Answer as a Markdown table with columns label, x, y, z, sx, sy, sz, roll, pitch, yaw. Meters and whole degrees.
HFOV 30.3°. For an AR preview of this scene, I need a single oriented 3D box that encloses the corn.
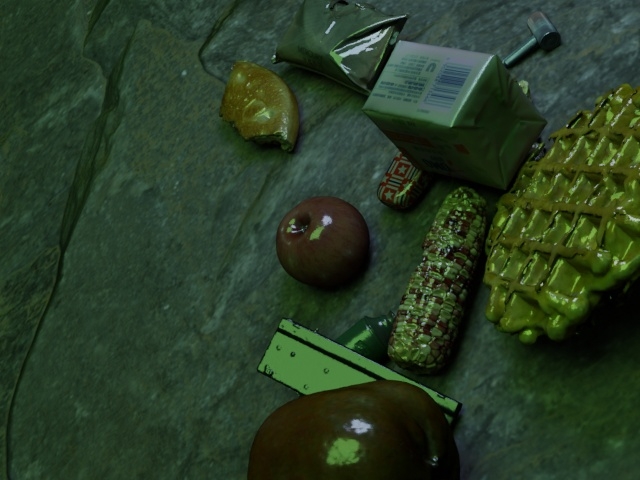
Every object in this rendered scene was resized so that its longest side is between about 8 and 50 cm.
| label | x | y | z | sx | sy | sz | roll | pitch | yaw |
| --- | --- | --- | --- | --- | --- | --- | --- | --- | --- |
| corn | 0.177 | 0.059 | 1.749 | 0.098 | 0.098 | 0.290 | 6 | 70 | 38 |

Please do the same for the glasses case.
| label | x | y | z | sx | sy | sz | roll | pitch | yaw |
| --- | --- | --- | --- | --- | --- | --- | --- | --- | --- |
| glasses case | 0.165 | -0.134 | 1.927 | 0.073 | 0.049 | 0.195 | 22 | 75 | 39 |

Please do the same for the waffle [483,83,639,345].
| label | x | y | z | sx | sy | sz | roll | pitch | yaw |
| --- | --- | --- | --- | --- | --- | --- | --- | --- | --- |
| waffle | 0.353 | -0.042 | 1.617 | 0.379 | 0.095 | 0.382 | -45 | 22 | 33 |

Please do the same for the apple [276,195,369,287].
| label | x | y | z | sx | sy | sz | roll | pitch | yaw |
| --- | --- | --- | --- | --- | --- | --- | --- | --- | --- |
| apple | 0.000 | 0.000 | 1.906 | 0.153 | 0.120 | 0.153 | -18 | 53 | 26 |

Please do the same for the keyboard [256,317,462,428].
| label | x | y | z | sx | sy | sz | roll | pitch | yaw |
| --- | --- | --- | --- | --- | --- | --- | --- | --- | --- |
| keyboard | 0.053 | 0.211 | 1.730 | 0.309 | 0.018 | 0.101 | 24 | 84 | 23 |

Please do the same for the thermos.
| label | x | y | z | sx | sy | sz | roll | pitch | yaw |
| --- | --- | --- | --- | --- | --- | --- | --- | --- | --- |
| thermos | 0.046 | 0.178 | 1.798 | 0.187 | 0.083 | 0.073 | -39 | 71 | 6 |

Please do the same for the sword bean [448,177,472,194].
| label | x | y | z | sx | sy | sz | roll | pitch | yaw |
| --- | --- | --- | --- | --- | --- | --- | --- | --- | --- |
| sword bean | 0.225 | -0.113 | 1.882 | 0.043 | 0.038 | 0.269 | 9 | 65 | 11 |

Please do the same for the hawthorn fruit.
| label | x | y | z | sx | sy | sz | roll | pitch | yaw |
| --- | --- | --- | --- | --- | --- | --- | --- | --- | --- |
| hawthorn fruit | 0.028 | 0.318 | 1.576 | 0.300 | 0.268 | 0.268 | -8 | 57 | 31 |

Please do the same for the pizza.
| label | x | y | z | sx | sy | sz | roll | pitch | yaw |
| --- | --- | --- | --- | --- | --- | --- | --- | --- | --- |
| pizza | -0.111 | -0.248 | 2.194 | 0.134 | 0.056 | 0.271 | -44 | 47 | -1 |

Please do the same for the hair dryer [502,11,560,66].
| label | x | y | z | sx | sy | sz | roll | pitch | yaw |
| --- | --- | --- | --- | --- | --- | --- | --- | --- | --- |
| hair dryer | 0.335 | -0.320 | 1.945 | 0.114 | 0.037 | 0.063 | -39 | 44 | 18 |

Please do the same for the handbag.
| label | x | y | z | sx | sy | sz | roll | pitch | yaw |
| --- | --- | --- | --- | --- | --- | --- | --- | --- | --- |
| handbag | 0.037 | -0.367 | 2.126 | 0.270 | 0.117 | 0.183 | 28 | 93 | 43 |

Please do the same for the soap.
| label | x | y | z | sx | sy | sz | roll | pitch | yaw |
| --- | --- | --- | --- | --- | --- | --- | --- | --- | --- |
| soap | 0.200 | -0.188 | 1.774 | 0.199 | 0.182 | 0.138 | 18 | 74 | 45 |

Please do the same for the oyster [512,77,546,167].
| label | x | y | z | sx | sy | sz | roll | pitch | yaw |
| --- | --- | --- | --- | --- | --- | --- | --- | --- | --- |
| oyster | 0.291 | -0.180 | 1.866 | 0.108 | 0.053 | 0.166 | -18 | 53 | 26 |
